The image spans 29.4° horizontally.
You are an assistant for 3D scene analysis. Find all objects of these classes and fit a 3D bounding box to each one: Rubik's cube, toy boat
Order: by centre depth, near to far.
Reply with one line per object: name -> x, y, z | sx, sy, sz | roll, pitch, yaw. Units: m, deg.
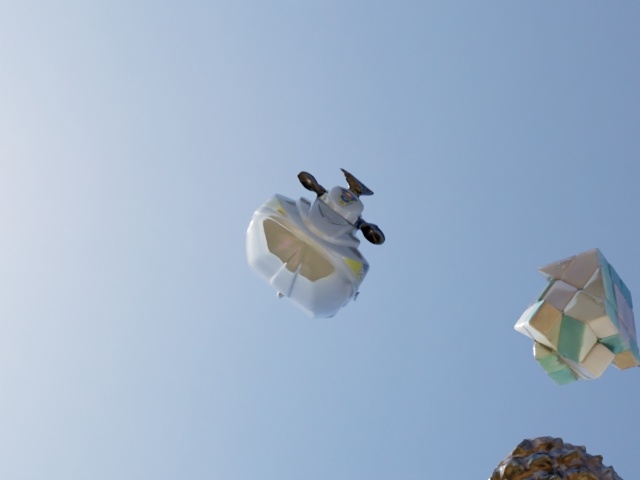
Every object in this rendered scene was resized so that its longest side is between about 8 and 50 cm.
Rubik's cube -> 0.167, 0.056, 0.812 | 0.073, 0.084, 0.075 | -18, -60, 27
toy boat -> -0.004, 0.006, 1.266 | 0.140, 0.141, 0.269 | 58, -19, 10

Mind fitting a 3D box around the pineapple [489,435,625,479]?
pineapple -> 0.216, 0.230, 0.812 | 0.237, 0.111, 0.119 | 30, -54, 39
